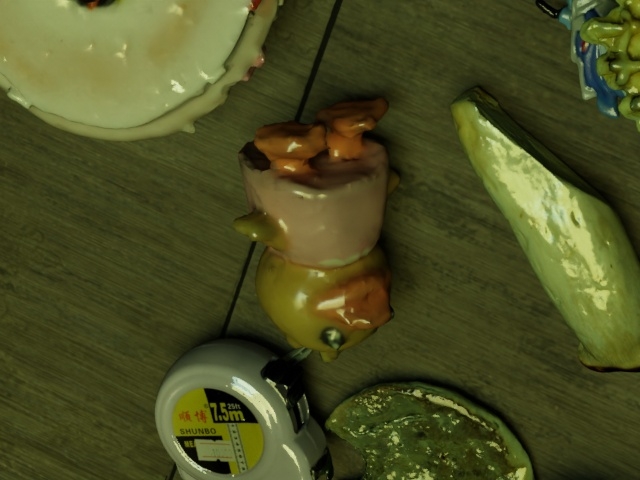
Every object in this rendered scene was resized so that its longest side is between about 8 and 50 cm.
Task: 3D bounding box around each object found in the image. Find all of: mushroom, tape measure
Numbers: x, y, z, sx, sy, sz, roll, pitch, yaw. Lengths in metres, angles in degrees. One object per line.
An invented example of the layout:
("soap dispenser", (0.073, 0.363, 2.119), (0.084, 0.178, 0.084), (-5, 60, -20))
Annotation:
("mushroom", (0.243, -0.010, 1.324), (0.107, 0.087, 0.333), (-24, 104, 27))
("tape measure", (-0.091, 0.195, 1.524), (0.196, 0.105, 0.178), (0, 113, 23))

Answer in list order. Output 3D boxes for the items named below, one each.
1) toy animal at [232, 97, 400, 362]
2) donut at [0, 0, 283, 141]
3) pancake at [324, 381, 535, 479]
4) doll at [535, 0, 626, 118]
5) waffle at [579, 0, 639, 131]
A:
("toy animal", (-0.002, 0.001, 1.369), (0.169, 0.195, 0.281), (20, 125, 55))
("donut", (-0.205, -0.285, 1.298), (0.383, 0.142, 0.382), (7, 118, 14))
("pancake", (0.123, 0.264, 1.526), (0.254, 0.037, 0.253), (8, 118, 14))
("doll", (0.267, -0.187, 1.236), (0.096, 0.070, 0.195), (-27, 94, 27))
("waffle", (0.352, -0.171, 1.189), (0.223, 0.054, 0.204), (42, 91, -14))
